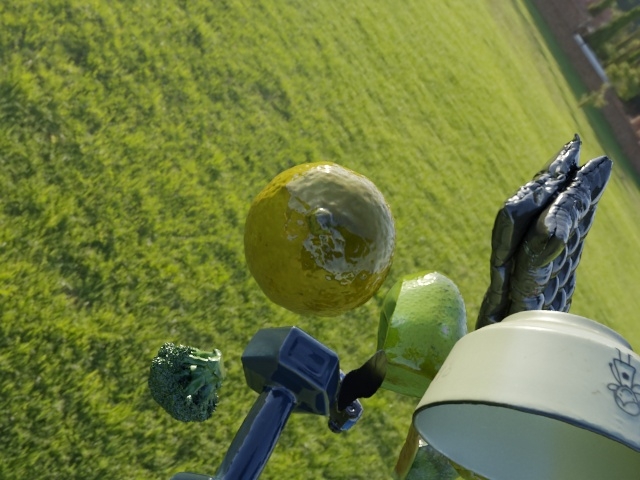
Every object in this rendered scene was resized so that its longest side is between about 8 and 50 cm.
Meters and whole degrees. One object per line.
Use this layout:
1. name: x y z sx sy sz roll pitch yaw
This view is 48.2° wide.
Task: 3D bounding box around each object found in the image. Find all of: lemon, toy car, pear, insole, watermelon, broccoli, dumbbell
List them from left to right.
1. broccoli: -0.276 0.295 1.487 0.195 0.156 0.195 169 -90 -88
2. dumbbell: -0.091 0.279 0.994 0.160 0.144 0.325 83 30 -48
3. lemon: 0.000 0.001 1.433 0.336 0.336 0.336 37 34 -31
4. toy car: 0.019 0.303 1.452 0.070 0.080 0.171 -21 63 -43
5. insole: 0.074 0.235 1.210 0.253 0.005 0.086 1 100 -68
6. pear: 0.264 0.230 1.821 0.342 0.238 0.318 90 15 -69
7. watermelon: 0.265 0.451 1.578 0.256 0.260 0.176 -4 22 -39

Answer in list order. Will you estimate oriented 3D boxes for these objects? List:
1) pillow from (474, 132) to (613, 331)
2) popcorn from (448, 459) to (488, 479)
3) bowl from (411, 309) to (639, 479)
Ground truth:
1. pillow: 0.299 0.045 0.991 0.101 0.326 0.228 26 44 27
2. popcorn: 0.366 0.354 1.362 0.247 0.282 0.282 34 32 -4
3. bowl: 0.212 0.148 0.658 0.237 0.237 0.126 38 59 -29
